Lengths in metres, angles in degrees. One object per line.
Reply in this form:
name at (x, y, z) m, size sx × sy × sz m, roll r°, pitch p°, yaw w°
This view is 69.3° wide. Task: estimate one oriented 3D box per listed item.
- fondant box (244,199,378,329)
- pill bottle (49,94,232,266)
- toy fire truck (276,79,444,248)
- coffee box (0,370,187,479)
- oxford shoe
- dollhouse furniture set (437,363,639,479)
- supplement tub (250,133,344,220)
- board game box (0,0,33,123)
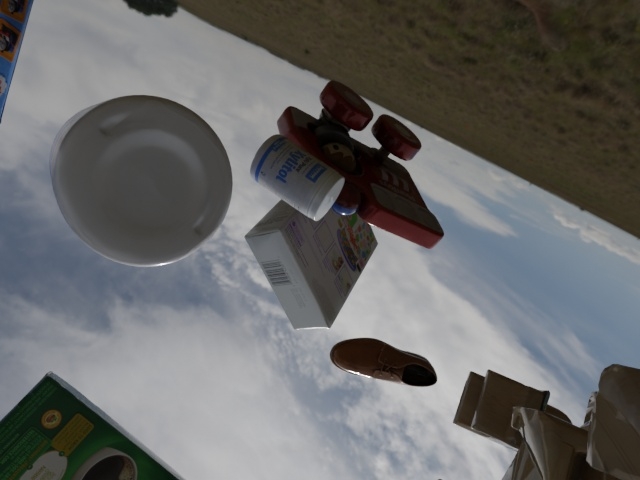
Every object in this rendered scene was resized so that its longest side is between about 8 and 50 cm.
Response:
fondant box at (0.000, 0.000, 1.025) m, size 0.096 × 0.239 × 0.330 m, roll -10°, pitch -153°, yaw 33°
pill bottle at (-0.211, -0.076, 0.510) m, size 0.152 × 0.153 × 0.272 m, roll 14°, pitch -175°, yaw -33°
toy fire truck at (0.070, -0.120, 0.813) m, size 0.302 × 0.169 × 0.254 m, roll 21°, pitch -147°, yaw -32°
coffee box at (-0.207, 0.218, 0.404) m, size 0.184 × 0.113 × 0.040 m, roll 44°, pitch 156°, yaw -11°
oxford shoe at (0.124, 0.235, 0.887) m, size 0.212 × 0.076 × 0.076 m, roll 11°, pitch 180°, yaw -5°
dollhouse furniture set at (0.235, 0.323, 0.351) m, size 0.256 × 0.395 × 0.362 m, roll 23°, pitch 163°, yaw 5°
supplement tub at (-0.030, -0.082, 0.599) m, size 0.107 × 0.071 × 0.071 m, roll 34°, pitch -160°, yaw 10°
board game box at (-0.327, -0.225, 0.405) m, size 0.039 × 0.212 × 0.160 m, roll 16°, pitch -178°, yaw 4°
